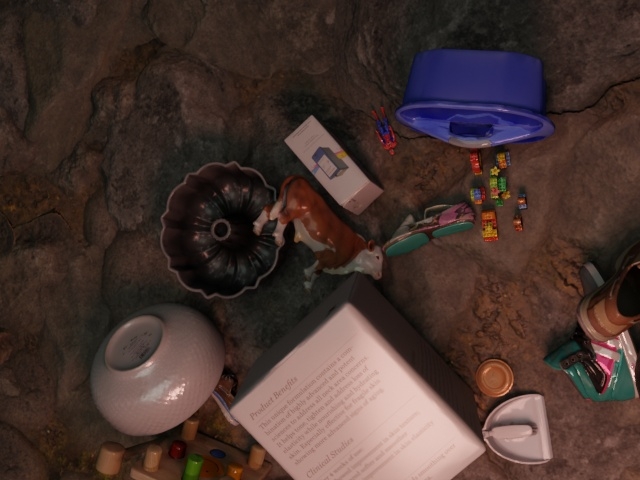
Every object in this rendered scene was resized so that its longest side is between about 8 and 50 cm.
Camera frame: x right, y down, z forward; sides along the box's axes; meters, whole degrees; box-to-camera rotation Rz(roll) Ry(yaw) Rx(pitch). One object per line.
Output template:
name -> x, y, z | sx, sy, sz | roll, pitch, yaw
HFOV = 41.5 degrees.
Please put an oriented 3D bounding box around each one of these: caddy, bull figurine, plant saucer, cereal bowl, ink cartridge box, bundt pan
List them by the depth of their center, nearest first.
caddy -> 0.332, -0.285, 1.810 | 0.341, 0.241, 0.179 | 7, 82, 20
plant saucer -> 0.384, 0.303, 1.863 | 0.083, 0.013, 0.084 | -2, 85, 18
bull figurine -> 0.000, 0.000, 1.903 | 0.310, 0.101, 0.188 | 48, 68, -4
ink cartridge box -> 0.035, -0.171, 1.945 | 0.093, 0.154, 0.212 | -41, 73, 10
cereal bowl -> -0.402, 0.277, 1.984 | 0.338, 0.141, 0.339 | -16, 44, 16
bundt pan -> -0.215, -0.020, 2.037 | 0.330, 0.124, 0.331 | -2, 84, 19

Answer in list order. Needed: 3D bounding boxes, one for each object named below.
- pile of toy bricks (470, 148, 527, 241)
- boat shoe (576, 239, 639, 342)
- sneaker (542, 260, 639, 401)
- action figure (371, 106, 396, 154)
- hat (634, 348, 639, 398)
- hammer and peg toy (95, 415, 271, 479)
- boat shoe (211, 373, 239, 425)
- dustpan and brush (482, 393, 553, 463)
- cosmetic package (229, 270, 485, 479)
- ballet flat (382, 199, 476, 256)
pile of toy bricks -> 0.385, -0.110, 1.846 | 0.118, 0.105, 0.212 | -7, 84, 18
boat shoe -> 0.638, 0.083, 1.662 | 0.123, 0.116, 0.324 | 48, 60, 2
sneaker -> 0.546, 0.205, 1.763 | 0.178, 0.124, 0.296 | -18, 81, 7
action figure -> 0.151, -0.255, 1.980 | 0.038, 0.030, 0.115 | -21, 81, 11
hat -> 0.790, 0.255, 1.623 | 0.331, 0.134, 0.331 | -1, 75, 3
hammer and peg toy -> -0.315, 0.506, 1.954 | 0.361, 0.266, 0.127 | 19, 105, 15
boat shoe -> -0.231, 0.357, 2.049 | 0.066, 0.066, 0.183 | -36, 85, 8
dustpan and brush -> 0.385, 0.416, 1.828 | 0.211, 0.060, 0.147 | -10, 83, 18
cosmetic package -> 0.084, 0.333, 1.747 | 0.329, 0.327, 0.394 | -42, 93, 11
ballet flat -> 0.240, -0.033, 1.914 | 0.221, 0.077, 0.079 | -21, 61, 12
